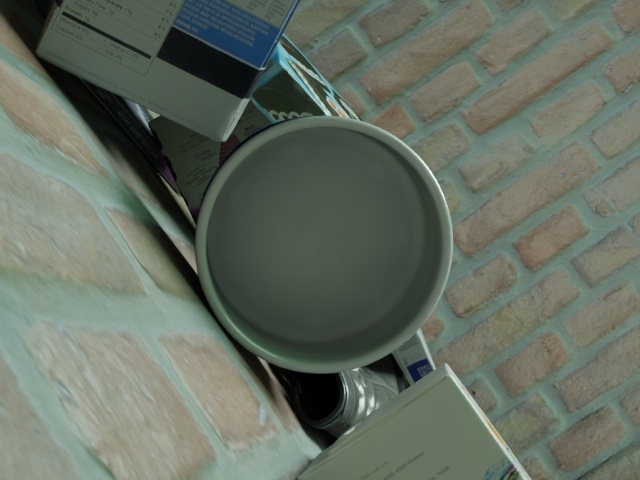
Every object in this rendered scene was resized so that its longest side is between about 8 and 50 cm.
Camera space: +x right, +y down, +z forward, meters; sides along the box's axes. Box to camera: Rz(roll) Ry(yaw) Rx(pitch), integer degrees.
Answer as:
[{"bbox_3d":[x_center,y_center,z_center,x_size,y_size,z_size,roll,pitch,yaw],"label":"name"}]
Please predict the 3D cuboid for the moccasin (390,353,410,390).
[{"bbox_3d":[0.115,0.248,1.867,0.380,0.139,0.147,54,1,-43],"label":"moccasin"}]

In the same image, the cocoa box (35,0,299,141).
[{"bbox_3d":[-0.171,-0.306,1.270,0.232,0.228,0.347,24,17,-18],"label":"cocoa box"}]

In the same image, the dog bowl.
[{"bbox_3d":[0.000,0.000,1.148,0.265,0.265,0.104,55,-1,-11],"label":"dog bowl"}]

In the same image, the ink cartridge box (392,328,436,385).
[{"bbox_3d":[0.083,0.059,1.430,0.223,0.045,0.224,60,8,-62],"label":"ink cartridge box"}]

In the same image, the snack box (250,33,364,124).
[{"bbox_3d":[0.032,-0.116,1.360,0.322,0.060,0.187,45,15,-22],"label":"snack box"}]

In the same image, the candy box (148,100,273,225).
[{"bbox_3d":[-0.099,-0.081,1.395,0.233,0.159,0.071,64,2,13],"label":"candy box"}]

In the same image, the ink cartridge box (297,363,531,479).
[{"bbox_3d":[0.117,0.256,1.005,0.232,0.168,0.171,55,2,6],"label":"ink cartridge box"}]

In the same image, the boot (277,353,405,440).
[{"bbox_3d":[0.015,0.154,1.355,0.222,0.118,0.338,48,1,-34],"label":"boot"}]

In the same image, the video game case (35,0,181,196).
[{"bbox_3d":[-0.275,-0.196,1.455,0.196,0.026,0.274,56,1,41],"label":"video game case"}]
